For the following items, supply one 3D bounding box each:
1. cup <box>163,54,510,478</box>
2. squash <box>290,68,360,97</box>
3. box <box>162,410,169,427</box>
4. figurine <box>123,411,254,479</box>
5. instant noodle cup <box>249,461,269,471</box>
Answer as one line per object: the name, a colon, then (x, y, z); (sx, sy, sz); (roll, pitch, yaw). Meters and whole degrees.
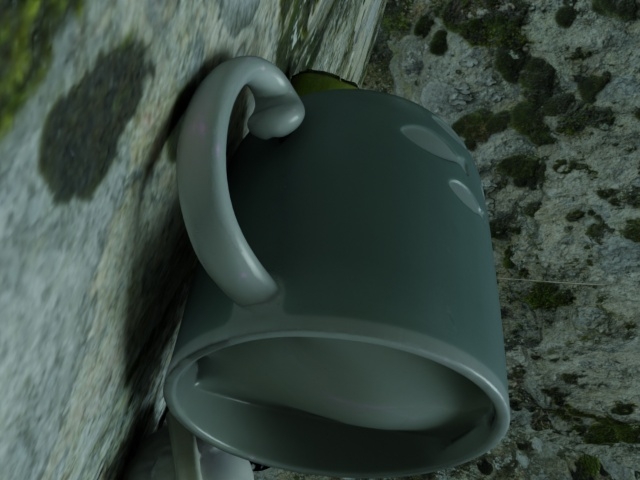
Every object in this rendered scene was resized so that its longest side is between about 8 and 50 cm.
cup: (0.000, 0.000, 0.564); (0.356, 0.260, 0.274); (56, 31, -43)
squash: (-0.009, -0.101, 0.815); (0.123, 0.123, 0.186); (103, 5, -70)
box: (-0.154, 0.268, 0.895); (0.200, 0.065, 0.343); (-70, 178, -50)
figurine: (-0.138, 0.261, 0.656); (0.162, 0.141, 0.236); (-115, -149, -49)
instant noodle cup: (-0.147, 0.407, 1.489); (0.122, 0.152, 0.151); (-112, -141, -75)
